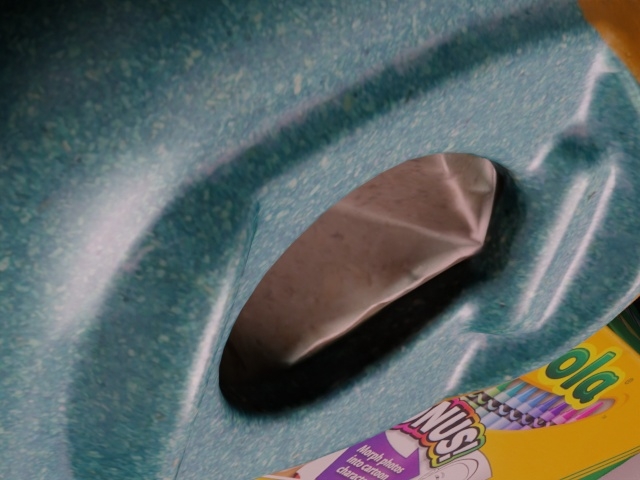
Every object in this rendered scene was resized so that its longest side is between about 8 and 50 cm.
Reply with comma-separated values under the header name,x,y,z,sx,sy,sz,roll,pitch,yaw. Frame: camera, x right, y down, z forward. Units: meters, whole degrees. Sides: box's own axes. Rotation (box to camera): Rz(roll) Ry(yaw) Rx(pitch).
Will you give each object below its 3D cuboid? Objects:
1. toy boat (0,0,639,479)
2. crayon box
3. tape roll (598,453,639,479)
name,x,y,z,sx,sy,sz,roll,pitch,yaw
toy boat,0.003,0.027,0.447,0.267,0.148,0.318,-24,146,-34
crayon box,0.015,0.042,0.694,0.165,0.081,0.278,-35,148,12
tape roll,0.149,0.149,1.279,0.100,0.286,0.286,-32,170,-8
